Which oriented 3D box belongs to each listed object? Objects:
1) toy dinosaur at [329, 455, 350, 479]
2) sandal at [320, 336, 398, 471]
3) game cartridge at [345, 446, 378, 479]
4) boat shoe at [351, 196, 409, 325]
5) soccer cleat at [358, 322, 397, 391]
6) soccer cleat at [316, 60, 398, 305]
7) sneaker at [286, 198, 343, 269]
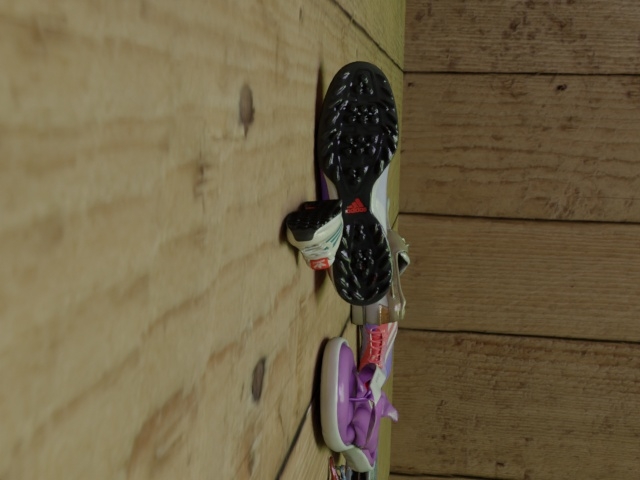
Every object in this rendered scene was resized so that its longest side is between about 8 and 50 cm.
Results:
[{"bbox_3d":[0.020,0.404,1.167,0.090,0.047,0.082,44,50,-33],"label":"toy dinosaur"},{"bbox_3d":[0.073,0.262,1.153,0.416,0.102,0.169,69,19,-62],"label":"sandal"},{"bbox_3d":[0.084,0.508,1.491,0.198,0.062,0.297,22,71,-76],"label":"game cartridge"},{"bbox_3d":[0.129,0.036,1.466,0.113,0.103,0.302,78,17,-58],"label":"boat shoe"},{"bbox_3d":[0.116,0.226,1.532,0.095,0.083,0.248,-70,163,-48],"label":"soccer cleat"},{"bbox_3d":[0.041,-0.076,0.973,0.116,0.109,0.318,-137,-136,-73],"label":"soccer cleat"},{"bbox_3d":[0.000,0.000,0.803,0.161,0.057,0.075,-60,146,-76],"label":"sneaker"}]
